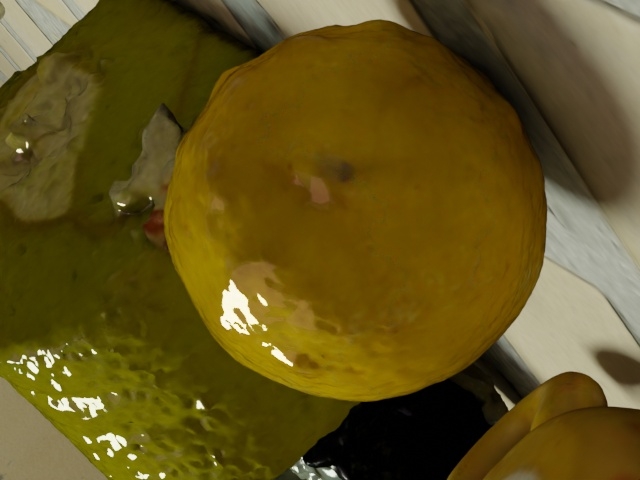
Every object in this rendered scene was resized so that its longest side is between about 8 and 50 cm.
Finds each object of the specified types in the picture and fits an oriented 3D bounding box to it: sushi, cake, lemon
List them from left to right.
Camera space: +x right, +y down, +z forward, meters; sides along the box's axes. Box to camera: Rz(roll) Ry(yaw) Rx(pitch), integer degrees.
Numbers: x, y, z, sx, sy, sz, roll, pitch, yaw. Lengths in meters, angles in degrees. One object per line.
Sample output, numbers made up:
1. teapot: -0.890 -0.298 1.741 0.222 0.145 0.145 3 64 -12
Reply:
1. cake: -0.081 -0.001 0.886 0.156 0.179 0.260 51 170 -31
2. sushi: 0.018 0.074 0.995 0.212 0.115 0.147 40 174 31
3. lemon: 0.011 -0.007 0.586 0.114 0.114 0.155 45 175 10

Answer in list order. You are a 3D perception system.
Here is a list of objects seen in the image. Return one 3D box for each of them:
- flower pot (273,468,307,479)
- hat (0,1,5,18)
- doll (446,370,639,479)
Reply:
1. flower pot: 0.069 0.245 1.193 0.259 0.290 0.290 34 -178 -40
2. hat: -0.314 -0.205 1.181 0.226 0.164 0.219 34 167 52
3. doll: 0.142 0.179 0.688 0.270 0.162 0.166 51 143 4
